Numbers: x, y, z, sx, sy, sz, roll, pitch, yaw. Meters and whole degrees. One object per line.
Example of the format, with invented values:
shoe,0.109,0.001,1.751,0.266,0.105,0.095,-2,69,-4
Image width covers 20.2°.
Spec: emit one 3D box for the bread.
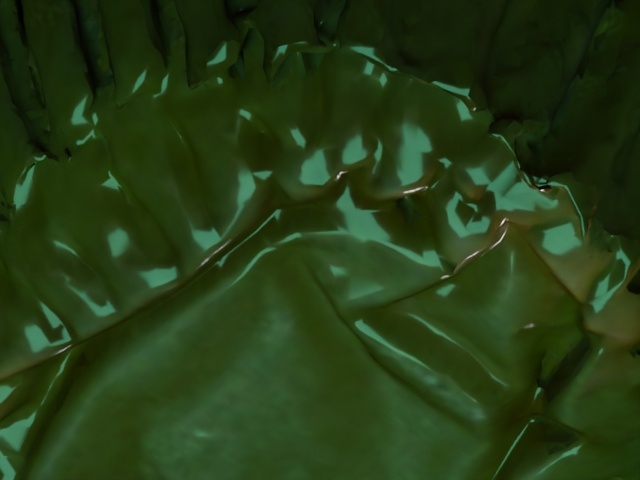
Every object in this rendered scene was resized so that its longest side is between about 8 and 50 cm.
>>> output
bread,0.001,-0.004,0.433,0.240,0.139,0.240,4,122,6
